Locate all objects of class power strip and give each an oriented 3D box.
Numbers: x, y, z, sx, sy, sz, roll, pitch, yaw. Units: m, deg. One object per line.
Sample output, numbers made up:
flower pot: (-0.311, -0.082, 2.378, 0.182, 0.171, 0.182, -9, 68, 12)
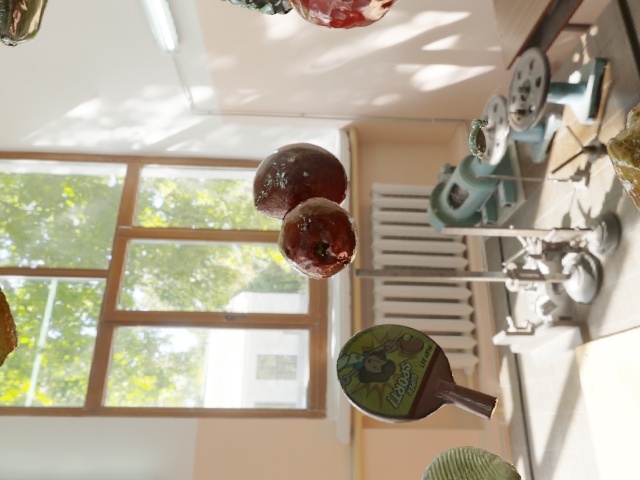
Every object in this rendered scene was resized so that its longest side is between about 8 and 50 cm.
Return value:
power strip: (0.335, -0.216, 1.009, 0.035, 0.055, 0.083, -8, 73, 48)

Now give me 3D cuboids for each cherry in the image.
cherry: (-0.057, -0.148, 1.214, 0.206, 0.239, 0.239, -61, 11, 16)

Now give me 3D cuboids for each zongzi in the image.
zongzi: (-0.205, -0.200, 0.356, 0.052, 0.113, 0.104, -62, -27, -65)

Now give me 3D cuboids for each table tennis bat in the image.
table tennis bat: (0.234, 0.351, 1.229, 0.268, 0.414, 0.051, -55, -33, -32)

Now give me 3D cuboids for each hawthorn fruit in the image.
hawthorn fruit: (0.000, 0.000, 1.018, 0.200, 0.179, 0.179, -125, 36, -71)

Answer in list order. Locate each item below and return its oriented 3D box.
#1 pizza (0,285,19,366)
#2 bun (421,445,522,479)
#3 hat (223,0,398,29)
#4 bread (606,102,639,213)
pizza: (-0.679, 0.150, 0.870, 0.280, 0.287, 0.075, 54, -162, 7)
bun: (0.341, 0.567, 1.080, 0.220, 0.220, 0.134, -100, -5, -78)
hat: (-0.030, -0.307, 0.411, 0.332, 0.274, 0.242, 54, 143, 38)
bread: (0.389, 0.005, 0.389, 0.344, 0.148, 0.195, 49, -171, -19)
